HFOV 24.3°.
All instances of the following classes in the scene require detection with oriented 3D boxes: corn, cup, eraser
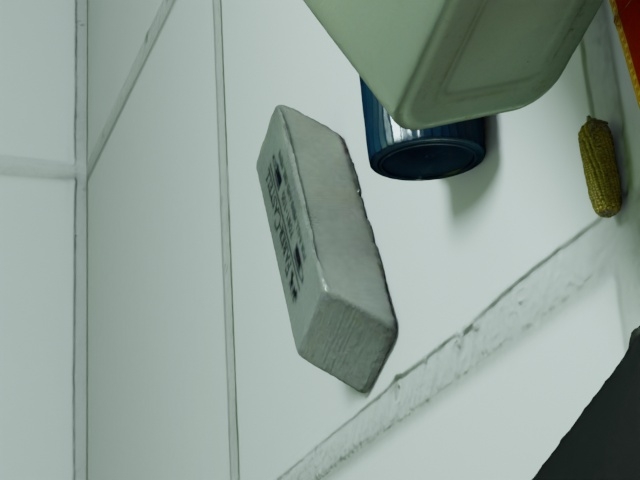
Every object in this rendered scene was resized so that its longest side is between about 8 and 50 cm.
[{"bbox_3d":[0.213,-0.058,1.131,0.028,0.027,0.083,119,147,-63],"label":"corn"},{"bbox_3d":[0.103,-0.131,1.377,0.113,0.150,0.138,-16,68,33],"label":"cup"},{"bbox_3d":[-0.001,0.000,1.644,0.352,0.077,0.111,-105,28,-43],"label":"eraser"}]

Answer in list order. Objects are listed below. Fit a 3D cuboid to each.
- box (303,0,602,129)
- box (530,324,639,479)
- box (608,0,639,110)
[{"bbox_3d":[0.074,-0.316,1.036,0.344,0.177,0.352,56,143,28],"label":"box"},{"bbox_3d":[0.216,0.271,0.955,0.350,0.091,0.359,115,153,-42],"label":"box"},{"bbox_3d":[0.267,-0.114,0.939,0.153,0.074,0.240,116,151,-54],"label":"box"}]
